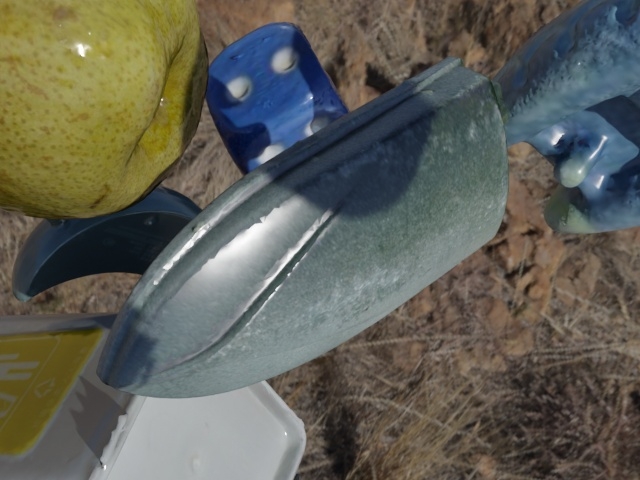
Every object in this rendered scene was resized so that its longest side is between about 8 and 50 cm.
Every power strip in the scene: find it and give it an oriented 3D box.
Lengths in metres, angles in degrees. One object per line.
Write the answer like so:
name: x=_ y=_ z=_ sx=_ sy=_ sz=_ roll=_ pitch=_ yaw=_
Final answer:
power strip: x=-0.171 y=0.010 z=0.709 sx=0.216 sy=0.137 sz=0.044 roll=21 pitch=25 yaw=-46

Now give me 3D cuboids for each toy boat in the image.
toy boat: x=0.000 y=0.000 z=0.520 sx=0.319 sy=0.141 sz=0.092 roll=-33 pitch=42 yaw=-26
toy boat: x=0.260 y=-0.089 z=0.613 sx=0.215 sy=0.330 sz=0.123 roll=39 pitch=52 yaw=-23

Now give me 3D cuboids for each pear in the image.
pear: x=-0.188 y=-0.116 z=0.517 sx=0.211 sy=0.228 sz=0.188 roll=21 pitch=74 yaw=3

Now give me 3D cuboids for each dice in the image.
dice: x=-0.047 y=-0.154 z=0.953 sx=0.146 sy=0.146 sz=0.143 roll=-27 pitch=61 yaw=5

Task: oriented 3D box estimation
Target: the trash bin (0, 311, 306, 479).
trash bin: x=-0.207 y=0.204 z=0.692 sx=0.367 sy=0.296 sz=0.256 roll=-12 pitch=37 yaw=34
